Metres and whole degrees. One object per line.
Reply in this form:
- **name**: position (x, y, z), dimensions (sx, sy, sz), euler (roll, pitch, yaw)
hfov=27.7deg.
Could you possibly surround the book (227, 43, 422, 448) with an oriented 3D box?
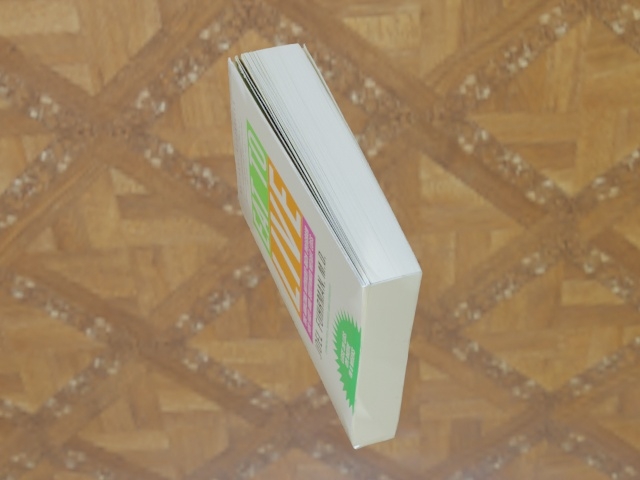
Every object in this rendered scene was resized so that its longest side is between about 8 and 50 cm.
- **book**: position (0.000, 0.000, 0.536), dimensions (0.035, 0.144, 0.096), euler (-13, 136, -17)
